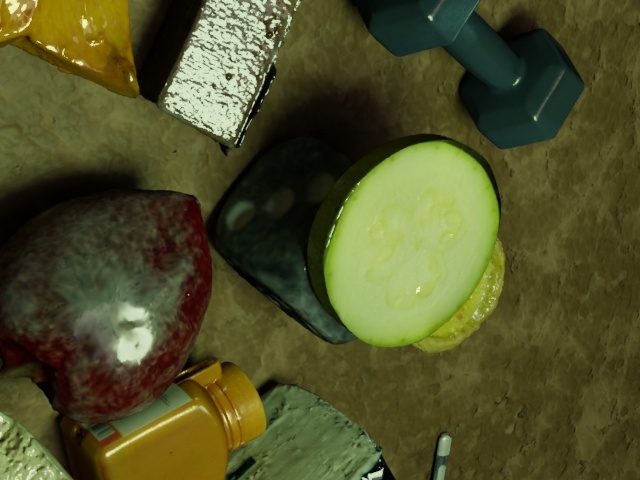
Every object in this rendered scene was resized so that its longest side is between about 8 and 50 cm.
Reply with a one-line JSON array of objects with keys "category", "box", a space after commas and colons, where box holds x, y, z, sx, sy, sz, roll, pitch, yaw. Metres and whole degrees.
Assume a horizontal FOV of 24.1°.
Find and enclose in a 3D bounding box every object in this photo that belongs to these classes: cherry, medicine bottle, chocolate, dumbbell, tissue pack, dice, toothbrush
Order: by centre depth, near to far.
[{"category": "cherry", "box": [-0.232, 0.063, 1.598, 0.230, 0.203, 0.300, 43, 71, -2]}, {"category": "chocolate", "box": [-0.094, -0.262, 1.629, 0.112, 0.112, 0.321, 19, 98, -34]}, {"category": "dice", "box": [0.000, 0.000, 1.776, 0.182, 0.183, 0.181, -50, 134, -7]}, {"category": "medicine bottle", "box": [-0.183, 0.237, 1.790, 0.222, 0.112, 0.149, -26, 125, -27]}, {"category": "dumbbell", "box": [0.185, -0.243, 1.833, 0.325, 0.160, 0.144, 34, 57, -44]}, {"category": "tissue pack", "box": [0.003, 0.427, 1.938, 0.264, 0.253, 0.416, -42, 132, -15]}, {"category": "toothbrush", "box": [0.162, 0.414, 2.213, 0.024, 0.026, 0.288, -5, 113, -35]}]

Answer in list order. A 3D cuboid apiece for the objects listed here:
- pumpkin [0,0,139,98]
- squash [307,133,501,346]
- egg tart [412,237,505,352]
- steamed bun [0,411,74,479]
[{"category": "pumpkin", "box": [-0.272, -0.294, 1.474, 0.258, 0.095, 0.290, 1, 104, -42]}, {"category": "squash", "box": [0.097, -0.004, 1.698, 0.252, 0.049, 0.252, -16, 119, -30]}, {"category": "egg tart", "box": [0.169, 0.058, 2.012, 0.191, 0.074, 0.191, -18, 120, -33]}, {"category": "steamed bun", "box": [-0.367, 0.310, 1.640, 0.200, 0.170, 0.225, 36, 85, -38]}]
